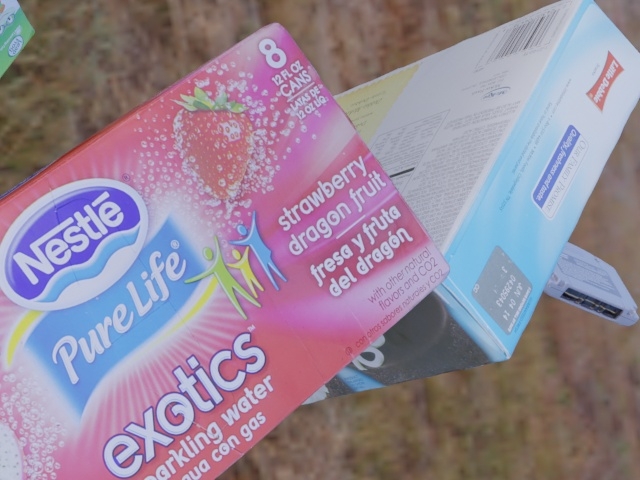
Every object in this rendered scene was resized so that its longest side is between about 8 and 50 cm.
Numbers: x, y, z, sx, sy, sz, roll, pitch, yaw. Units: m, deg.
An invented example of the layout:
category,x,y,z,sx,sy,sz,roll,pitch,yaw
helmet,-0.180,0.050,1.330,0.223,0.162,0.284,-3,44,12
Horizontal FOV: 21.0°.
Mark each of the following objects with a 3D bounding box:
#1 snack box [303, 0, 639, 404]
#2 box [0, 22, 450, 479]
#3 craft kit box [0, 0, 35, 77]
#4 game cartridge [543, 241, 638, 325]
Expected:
category,x,y,z,sx,sy,sz,roll,pitch,yaw
snack box,0.000,0.000,0.877,0.060,0.322,0.187,47,53,-21
box,-0.094,0.044,0.627,0.257,0.128,0.123,-38,97,-33
craft kit box,-0.387,-0.172,1.608,0.250,0.061,0.247,-56,158,-17
game cartridge,0.164,0.023,1.108,0.083,0.017,0.056,22,33,-33
